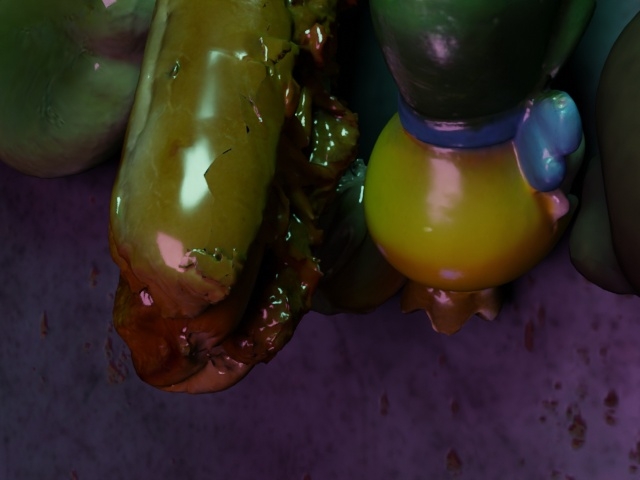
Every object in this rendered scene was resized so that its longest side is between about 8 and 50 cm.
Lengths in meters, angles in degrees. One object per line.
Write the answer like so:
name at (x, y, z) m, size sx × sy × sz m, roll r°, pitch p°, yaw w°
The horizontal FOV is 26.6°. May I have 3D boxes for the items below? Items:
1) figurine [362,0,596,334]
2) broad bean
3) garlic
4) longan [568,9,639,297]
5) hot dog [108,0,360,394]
figurine at (0.089, -0.078, 0.722) m, size 0.127 × 0.185 × 0.234 m, roll 1°, pitch 131°, yaw 23°
broad bean at (-0.164, -0.138, 0.894) m, size 0.228 × 0.100 × 0.169 m, roll -52°, pitch 58°, yaw 26°
garlic at (0.001, -0.004, 0.795) m, size 0.074 × 0.113 × 0.094 m, roll -177°, pitch 107°, yaw -77°
longan at (0.198, -0.033, 0.620) m, size 0.204 × 0.159 × 0.184 m, roll -36°, pitch 64°, yaw 39°
hot dog at (-0.032, -0.086, 0.724) m, size 0.117 × 0.158 × 0.348 m, roll 9°, pitch 59°, yaw -1°
